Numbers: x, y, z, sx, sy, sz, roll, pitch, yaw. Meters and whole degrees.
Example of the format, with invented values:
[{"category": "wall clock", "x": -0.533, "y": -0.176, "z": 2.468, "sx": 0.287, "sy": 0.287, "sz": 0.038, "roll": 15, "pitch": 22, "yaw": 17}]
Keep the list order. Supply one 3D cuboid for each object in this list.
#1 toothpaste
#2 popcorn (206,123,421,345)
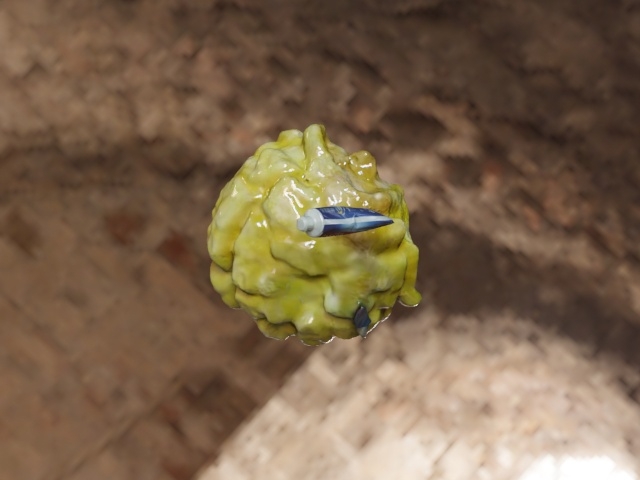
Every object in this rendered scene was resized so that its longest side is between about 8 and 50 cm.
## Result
[{"category": "toothpaste", "x": 0.014, "y": -0.013, "z": 1.254, "sx": 0.027, "sy": 0.019, "sz": 0.083, "roll": 20, "pitch": 16, "yaw": 37}, {"category": "popcorn", "x": 0.000, "y": 0.004, "z": 1.480, "sx": 0.173, "sy": 0.173, "sz": 0.142, "roll": 44, "pitch": 1, "yaw": -10}]
